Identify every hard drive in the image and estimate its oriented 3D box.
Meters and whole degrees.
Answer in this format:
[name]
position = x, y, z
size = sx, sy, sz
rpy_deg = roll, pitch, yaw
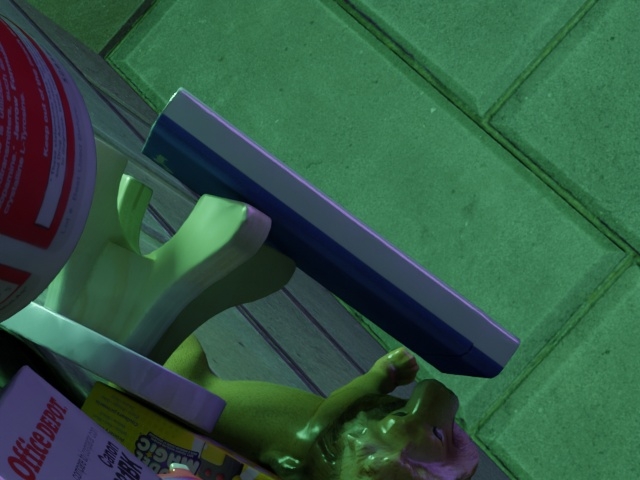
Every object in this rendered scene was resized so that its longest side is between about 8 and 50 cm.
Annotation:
[hard drive]
position = 0.000, 0.000, 1.454
size = 0.319, 0.040, 0.210
rpy_deg = 37, -7, -5

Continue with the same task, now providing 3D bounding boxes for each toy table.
[toy table]
position = -0.143, 0.032, 1.415
size = 0.274, 0.161, 0.252
rpy_deg = 19, -11, 43

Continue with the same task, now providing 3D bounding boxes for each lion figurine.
[lion figurine]
position = -0.047, 0.151, 1.522
size = 0.392, 0.142, 0.240
rpy_deg = 4, 15, 20

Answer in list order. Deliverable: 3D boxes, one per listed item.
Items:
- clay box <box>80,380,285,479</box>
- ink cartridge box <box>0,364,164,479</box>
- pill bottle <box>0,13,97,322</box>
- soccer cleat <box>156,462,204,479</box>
[clay box]
position = -0.069, 0.184, 1.354
size = 0.222, 0.053, 0.127
rpy_deg = 28, -6, 16
[ink cartridge box]
position = -0.098, 0.205, 0.924
size = 0.273, 0.114, 0.197
rpy_deg = 41, 5, -7
[pill bottle]
position = -0.304, -0.070, 1.046
size = 0.229, 0.229, 0.408
rpy_deg = 43, 4, 17
[soccer cleat]
position = -0.131, 0.181, 1.128
size = 0.248, 0.083, 0.095
rpy_deg = 31, 27, -47
